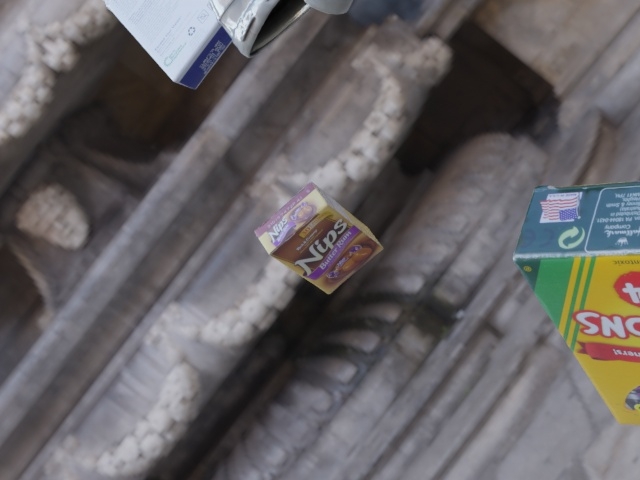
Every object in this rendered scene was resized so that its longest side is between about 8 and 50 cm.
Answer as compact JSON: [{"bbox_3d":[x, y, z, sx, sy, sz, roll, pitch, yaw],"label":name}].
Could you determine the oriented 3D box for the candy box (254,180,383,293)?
[{"bbox_3d":[0.000,0.000,1.758,0.109,0.053,0.187,-41,-34,9],"label":"candy box"}]

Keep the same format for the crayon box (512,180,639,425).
[{"bbox_3d":[0.321,0.077,1.059,0.202,0.318,0.081,-3,51,36],"label":"crayon box"}]

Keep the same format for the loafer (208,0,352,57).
[{"bbox_3d":[0.011,-0.280,1.227,0.112,0.111,0.319,-20,-2,-44],"label":"loafer"}]

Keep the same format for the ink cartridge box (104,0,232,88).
[{"bbox_3d":[-0.152,-0.328,1.466,0.223,0.224,0.045,-50,-32,14],"label":"ink cartridge box"}]
